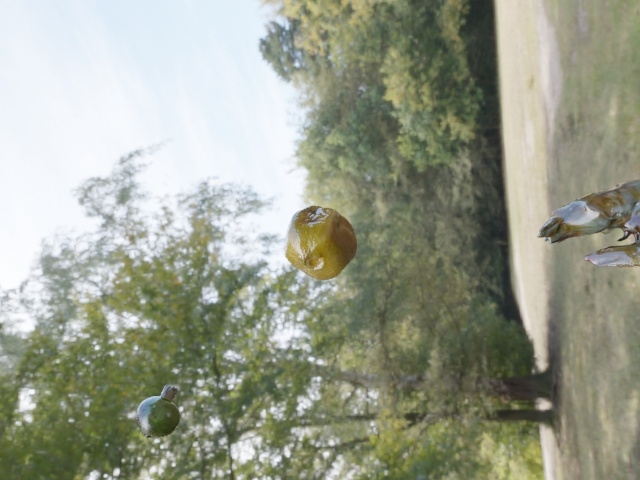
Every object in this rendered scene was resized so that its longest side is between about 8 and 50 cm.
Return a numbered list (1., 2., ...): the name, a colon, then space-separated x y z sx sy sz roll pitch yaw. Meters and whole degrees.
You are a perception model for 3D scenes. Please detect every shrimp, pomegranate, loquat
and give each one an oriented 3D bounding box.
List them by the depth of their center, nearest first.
1. shrimp: 0.337 -0.021 0.704 0.132 0.187 0.051 -79 -31 -57
2. pomegranate: -0.269 0.282 1.052 0.073 0.073 0.084 40 -138 -70
3. loquat: 0.000 0.000 1.087 0.113 0.137 0.137 -55 17 42
